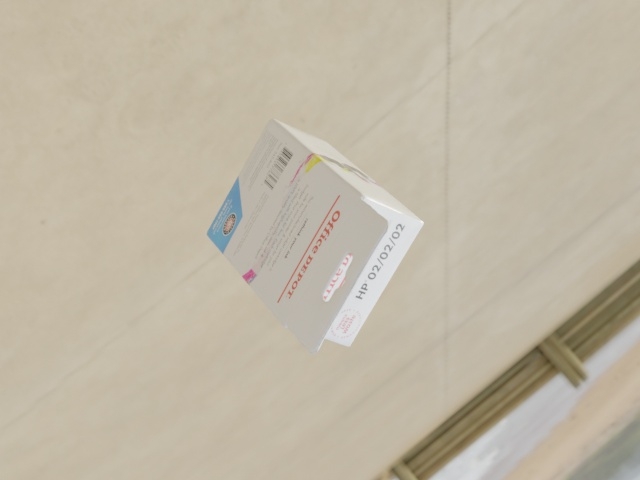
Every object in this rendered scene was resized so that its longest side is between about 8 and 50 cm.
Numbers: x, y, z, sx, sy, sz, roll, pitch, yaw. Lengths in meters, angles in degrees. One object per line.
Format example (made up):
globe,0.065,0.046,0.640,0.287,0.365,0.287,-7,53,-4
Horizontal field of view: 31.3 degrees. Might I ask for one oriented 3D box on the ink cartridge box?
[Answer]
ink cartridge box,0.000,0.000,0.798,0.062,0.181,0.104,21,105,-36
